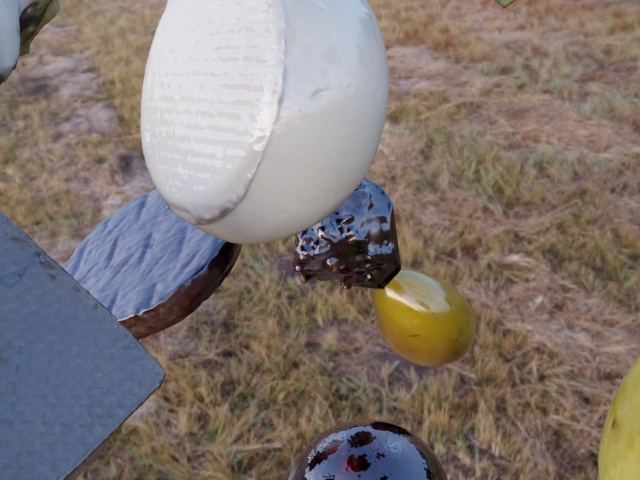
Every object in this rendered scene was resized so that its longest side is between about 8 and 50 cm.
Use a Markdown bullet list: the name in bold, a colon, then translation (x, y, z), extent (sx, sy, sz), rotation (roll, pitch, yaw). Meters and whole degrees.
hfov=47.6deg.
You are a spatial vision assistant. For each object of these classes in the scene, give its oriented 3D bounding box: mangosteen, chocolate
- **mangosteen**: translation (0.082, 0.440, 1.203), extent (0.287, 0.288, 0.288), rotation (-3, 28, 1)
- **chocolate**: translation (0.000, 0.000, 1.262), extent (0.206, 0.224, 0.177), rotation (7, 21, 43)

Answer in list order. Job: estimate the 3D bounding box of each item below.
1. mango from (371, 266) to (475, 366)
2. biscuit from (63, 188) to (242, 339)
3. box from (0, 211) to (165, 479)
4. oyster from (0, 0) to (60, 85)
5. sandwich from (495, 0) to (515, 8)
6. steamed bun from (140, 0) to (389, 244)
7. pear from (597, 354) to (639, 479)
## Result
- **mango**: translation (0.213, 0.157, 1.530), extent (0.211, 0.317, 0.173), rotation (17, 71, 33)
- **biscuit**: translation (-0.324, 0.039, 1.409), extent (0.407, 0.091, 0.408), rotation (-18, 36, 14)
- **box**: translation (-0.290, 0.096, 0.569), extent (0.273, 0.143, 0.184), rotation (41, 45, 2)
- **oyster**: translation (-0.173, -0.204, 0.294), extent (0.114, 0.351, 0.238), rotation (9, 50, 1)
- **sandwich**: translation (0.289, -0.392, 0.967), extent (0.163, 0.079, 0.113), rotation (-39, 7, 17)
- **steamed bun**: translation (-0.057, -0.176, 0.911), extent (0.241, 0.375, 0.374), rotation (8, 18, -35)
- **pear**: translation (0.352, 0.173, 0.456), extent (0.347, 0.349, 0.348), rotation (-3, 28, 1)
